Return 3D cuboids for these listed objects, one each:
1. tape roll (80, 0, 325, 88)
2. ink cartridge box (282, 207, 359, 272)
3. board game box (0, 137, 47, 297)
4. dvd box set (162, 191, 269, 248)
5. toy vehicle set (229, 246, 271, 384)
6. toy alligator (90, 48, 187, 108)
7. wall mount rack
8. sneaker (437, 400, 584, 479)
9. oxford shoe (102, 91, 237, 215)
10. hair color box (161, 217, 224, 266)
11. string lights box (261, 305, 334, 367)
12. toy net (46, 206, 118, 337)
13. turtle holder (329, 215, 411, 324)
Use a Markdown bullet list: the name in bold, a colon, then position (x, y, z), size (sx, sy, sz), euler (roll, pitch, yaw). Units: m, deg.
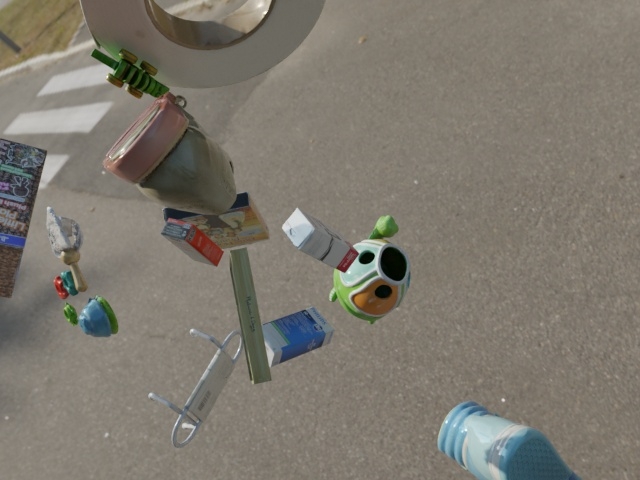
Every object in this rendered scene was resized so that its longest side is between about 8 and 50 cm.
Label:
- **tape roll**: position (-0.178, -0.402, 0.895), size (0.392, 0.392, 0.072), euler (-30, 61, 22)
- **ink cartridge box**: position (0.000, 0.000, 1.310), size (0.063, 0.150, 0.109), euler (-53, 38, 10)
- **board game box**: position (-0.755, -0.054, 1.330), size (0.232, 0.141, 0.291), euler (-48, 38, 43)
- **dvd box set**: position (-0.374, -0.057, 2.142), size (0.307, 0.420, 0.062), euler (-10, 74, 1)
- **toy vehicle set**: position (-0.148, 0.162, 1.179), size (0.166, 0.035, 0.267), euler (125, 134, -74)
- **toy alligator**: position (-0.283, -0.255, 0.932), size (0.051, 0.189, 0.056), euler (42, 102, 39)
- **wall mount rack**: position (-0.337, 0.410, 1.608), size (0.130, 0.304, 0.350), euler (18, 61, 22)
- **sneaker**: position (0.319, 0.387, 0.969), size (0.127, 0.319, 0.208), euler (-42, 27, -18)
- **oxford shoe**: position (-0.207, -0.109, 0.799), size (0.140, 0.146, 0.397), euler (-48, 22, 3)
- **hair color box**: position (-0.280, 0.006, 1.259), size (0.072, 0.141, 0.043), euler (13, 70, 25)
- **string lights box**: position (-0.095, 0.331, 1.988), size (0.133, 0.259, 0.077), euler (46, 135, 35)
- **toy net**: position (-0.384, 0.047, 0.894), size (0.045, 0.232, 0.122), euler (-25, 34, -38)
- **turtle holder**: position (0.193, 0.097, 1.835), size (0.320, 0.243, 0.227), euler (-43, -1, -37)
